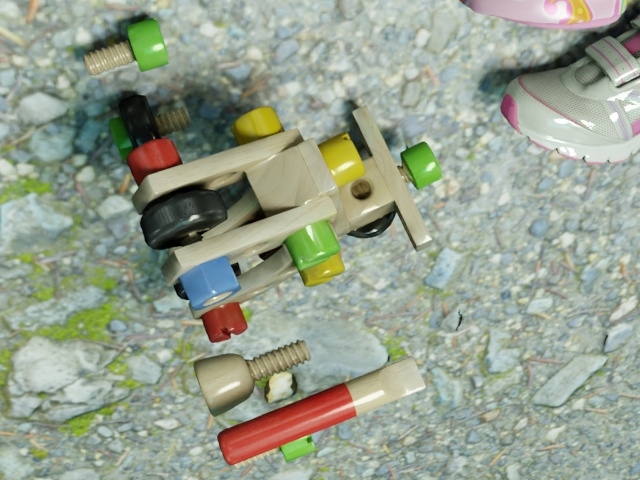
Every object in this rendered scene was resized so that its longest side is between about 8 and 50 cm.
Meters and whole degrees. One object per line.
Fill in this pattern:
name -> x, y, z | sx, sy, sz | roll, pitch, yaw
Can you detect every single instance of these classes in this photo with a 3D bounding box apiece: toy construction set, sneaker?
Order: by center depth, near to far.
toy construction set -> 0.000, 0.000, 0.805 | 0.237, 0.309, 0.257 | -20, 144, -6
sneaker -> 0.266, -0.142, 0.888 | 0.252, 0.103, 0.111 | -12, 131, -15

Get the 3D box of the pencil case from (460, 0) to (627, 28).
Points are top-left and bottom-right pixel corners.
pencil case -> 0.149, -0.275, 0.654 | 0.124, 0.124, 0.284 | -3, 115, -15
